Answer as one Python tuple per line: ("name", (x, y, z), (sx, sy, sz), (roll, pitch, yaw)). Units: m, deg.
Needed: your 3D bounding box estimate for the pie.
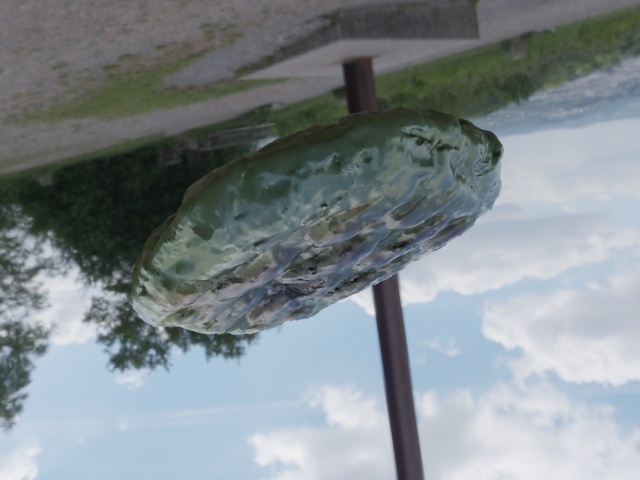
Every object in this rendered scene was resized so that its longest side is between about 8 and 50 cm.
("pie", (0.000, 0.000, 0.517), (0.306, 0.071, 0.306), (-20, 157, -9))
